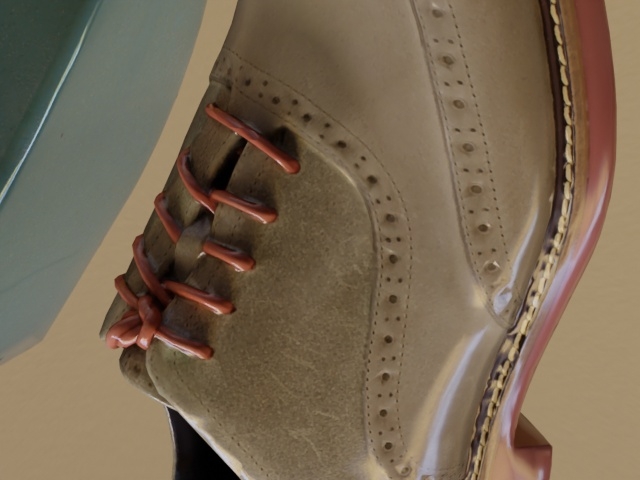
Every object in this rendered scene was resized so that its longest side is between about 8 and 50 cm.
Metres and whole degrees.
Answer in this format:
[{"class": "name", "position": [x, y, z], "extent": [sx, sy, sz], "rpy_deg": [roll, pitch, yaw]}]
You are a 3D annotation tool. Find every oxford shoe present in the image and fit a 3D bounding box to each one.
[{"class": "oxford shoe", "position": [0.000, 0.000, 0.461], "extent": [0.130, 0.123, 0.348], "rpy_deg": [-16, -59, -24]}]

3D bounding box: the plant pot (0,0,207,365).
[{"class": "plant pot", "position": [-0.163, -0.065, 0.675], "extent": [0.165, 0.165, 0.234], "rpy_deg": [43, -64, 6]}]
